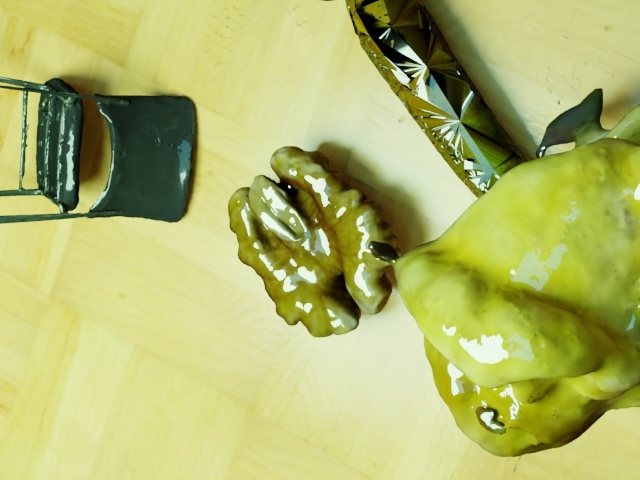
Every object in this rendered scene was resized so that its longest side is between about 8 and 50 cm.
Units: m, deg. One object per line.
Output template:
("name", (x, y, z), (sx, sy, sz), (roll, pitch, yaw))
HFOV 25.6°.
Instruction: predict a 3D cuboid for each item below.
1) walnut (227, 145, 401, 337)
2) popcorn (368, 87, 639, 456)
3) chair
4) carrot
("walnut", (0.000, 0.000, 1.256), (0.143, 0.069, 0.170), (-40, 78, 25))
("popcorn", (0.217, 0.031, 1.039), (0.316, 0.297, 0.281), (-43, 80, -6))
("chair", (-0.246, -0.089, 1.343), (0.145, 0.221, 0.140), (-151, 64, -64))
("carrot", (0.099, -0.129, 1.196), (0.069, 0.069, 0.228), (-37, 83, 24))
